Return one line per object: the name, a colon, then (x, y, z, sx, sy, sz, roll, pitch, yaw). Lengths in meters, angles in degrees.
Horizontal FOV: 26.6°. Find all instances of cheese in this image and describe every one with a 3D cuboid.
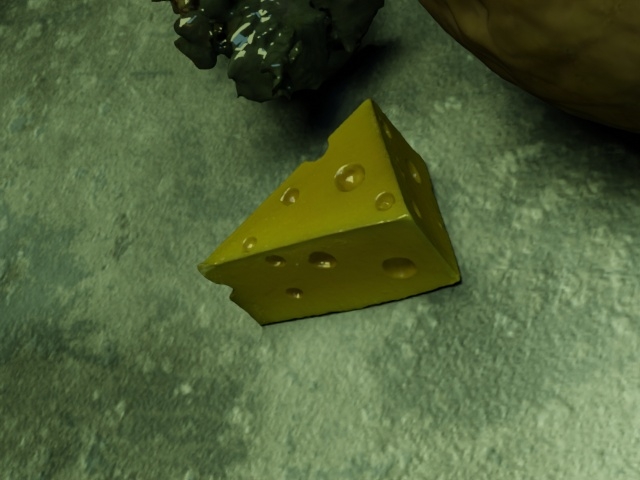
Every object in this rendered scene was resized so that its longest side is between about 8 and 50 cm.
cheese: (0.000, 0.000, 1.016, 0.171, 0.093, 0.126, -30, 48, 16)

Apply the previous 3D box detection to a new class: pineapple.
pineapple: (-0.053, -0.240, 1.156, 0.223, 0.223, 0.357, -30, 56, 14)

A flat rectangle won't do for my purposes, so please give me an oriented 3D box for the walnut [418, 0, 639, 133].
walnut: (0.221, -0.260, 0.901, 0.354, 0.308, 0.398, -64, 38, 29)
